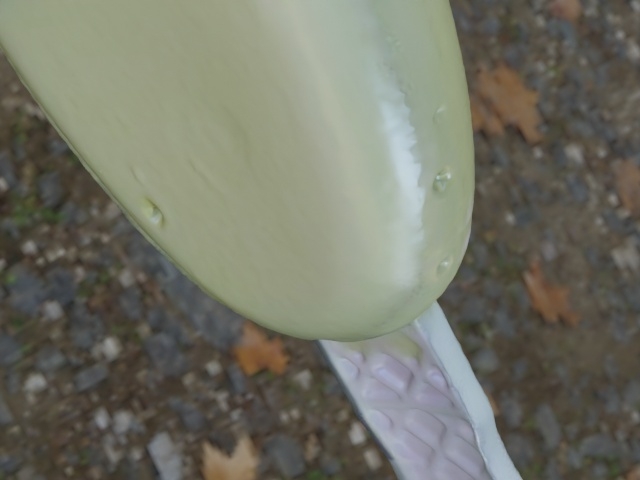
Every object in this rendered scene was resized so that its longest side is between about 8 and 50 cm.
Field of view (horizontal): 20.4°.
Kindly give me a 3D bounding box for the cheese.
[{"bbox_3d":[0.000,0.000,0.433,0.050,0.127,0.255,-48,124,-35],"label":"cheese"}]
